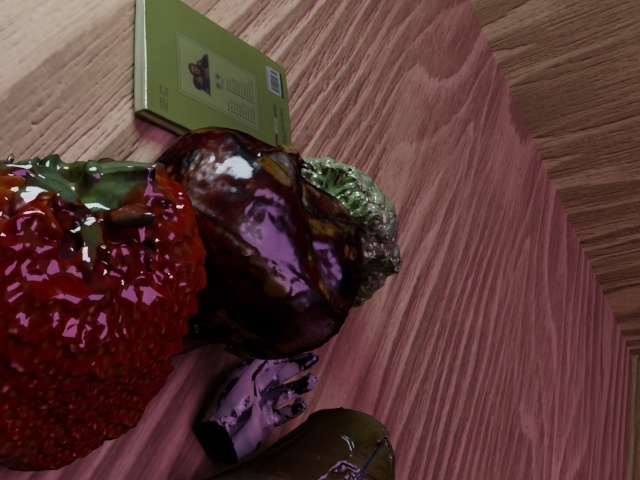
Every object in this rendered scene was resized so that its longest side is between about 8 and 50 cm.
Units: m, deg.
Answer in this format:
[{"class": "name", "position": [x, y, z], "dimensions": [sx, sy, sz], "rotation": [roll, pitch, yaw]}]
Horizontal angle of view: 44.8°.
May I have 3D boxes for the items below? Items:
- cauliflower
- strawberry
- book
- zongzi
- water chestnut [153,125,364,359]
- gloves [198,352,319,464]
[{"class": "cauliflower", "position": [0.000, 0.000, 1.287], "dimensions": [0.250, 0.272, 0.275], "rotation": [-36, 94, -23]}, {"class": "strawberry", "position": [-0.282, 0.083, 0.807], "dimensions": [0.312, 0.267, 0.351], "rotation": [-19, 126, -48]}, {"class": "book", "position": [-0.167, -0.255, 1.288], "dimensions": [0.352, 0.035, 0.239], "rotation": [21, 59, -51]}, {"class": "zongzi", "position": [-0.084, 0.322, 1.025], "dimensions": [0.393, 0.174, 0.356], "rotation": [49, 59, -25]}, {"class": "water chestnut", "position": [-0.124, 0.039, 1.032], "dimensions": [0.347, 0.335, 0.335], "rotation": [-49, 123, -17]}, {"class": "gloves", "position": [-0.091, 0.225, 1.154], "dimensions": [0.127, 0.111, 0.212], "rotation": [49, 40, -5]}]
